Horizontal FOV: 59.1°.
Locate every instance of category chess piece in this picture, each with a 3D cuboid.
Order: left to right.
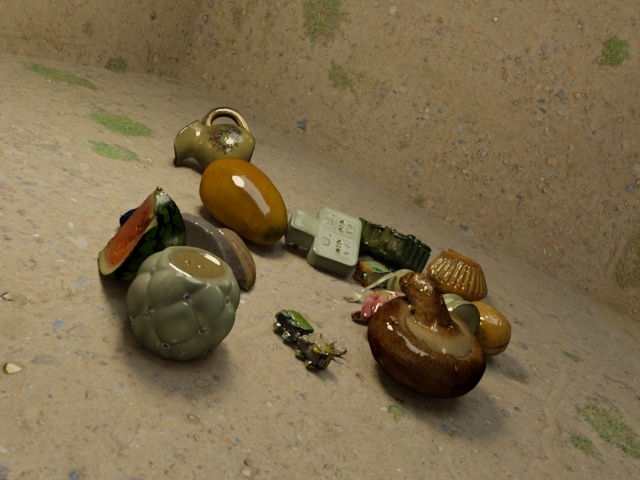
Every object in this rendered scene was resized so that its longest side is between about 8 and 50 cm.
[{"bbox_3d":[0.347,0.206,1.858,0.182,0.182,0.330,10,18,-36],"label":"chess piece"}]

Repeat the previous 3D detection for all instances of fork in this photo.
[{"bbox_3d":[0.165,0.153,1.856,0.219,0.028,0.034,-24,37,-27],"label":"fork"}]

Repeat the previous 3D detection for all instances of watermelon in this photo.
[{"bbox_3d":[-0.428,0.029,1.303,0.159,0.303,0.128,51,37,-4],"label":"watermelon"}]

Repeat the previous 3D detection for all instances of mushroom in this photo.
[{"bbox_3d":[0.284,0.278,1.508,0.345,0.239,0.345,8,54,-11],"label":"mushroom"}]

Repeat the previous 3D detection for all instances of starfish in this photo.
[{"bbox_3d":[0.021,0.274,1.472,0.078,0.028,0.091,14,18,-44],"label":"starfish"}]

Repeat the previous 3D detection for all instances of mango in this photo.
[{"bbox_3d":[-0.253,-0.129,1.934,0.378,0.221,0.264,47,22,26],"label":"mango"}]

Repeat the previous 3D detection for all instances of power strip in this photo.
[{"bbox_3d":[0.000,0.000,2.009,0.261,0.141,0.229,19,49,-11],"label":"power strip"}]

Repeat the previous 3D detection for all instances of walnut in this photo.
[{"bbox_3d":[0.535,0.290,1.864,0.159,0.159,0.206,12,23,-33],"label":"walnut"}]

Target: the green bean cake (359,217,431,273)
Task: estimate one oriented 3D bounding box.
[{"bbox_3d":[0.264,0.025,2.135,0.241,0.132,0.255,22,-6,41],"label":"green bean cake"}]

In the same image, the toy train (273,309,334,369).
[{"bbox_3d":[-0.042,0.247,1.419,0.081,0.060,0.202,12,23,-48],"label":"toy train"}]

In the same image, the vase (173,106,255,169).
[{"bbox_3d":[-0.423,-0.418,2.353,0.302,0.329,0.241,19,-25,-6],"label":"vase"}]

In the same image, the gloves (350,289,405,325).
[{"bbox_3d":[0.193,0.206,1.702,0.145,0.126,0.241,22,4,32],"label":"gloves"}]

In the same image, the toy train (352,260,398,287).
[{"bbox_3d":[0.198,0.119,2.032,0.188,0.072,0.099,4,28,-47],"label":"toy train"}]

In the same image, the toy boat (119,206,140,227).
[{"bbox_3d":[-0.452,-0.036,1.662,0.219,0.072,0.318,34,18,15],"label":"toy boat"}]

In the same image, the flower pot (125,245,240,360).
[{"bbox_3d":[-0.293,0.129,1.214,0.246,0.195,0.246,23,18,-8],"label":"flower pot"}]

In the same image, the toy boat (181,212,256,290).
[{"bbox_3d":[-0.273,0.031,1.633,0.276,0.111,0.293,49,17,29],"label":"toy boat"}]

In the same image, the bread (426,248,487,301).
[{"bbox_3d":[0.564,0.143,2.308,0.274,0.149,0.274,18,15,-5],"label":"bread"}]

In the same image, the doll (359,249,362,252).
[{"bbox_3d":[0.157,0.010,2.265,0.179,0.102,0.088,0,73,-58],"label":"doll"}]
